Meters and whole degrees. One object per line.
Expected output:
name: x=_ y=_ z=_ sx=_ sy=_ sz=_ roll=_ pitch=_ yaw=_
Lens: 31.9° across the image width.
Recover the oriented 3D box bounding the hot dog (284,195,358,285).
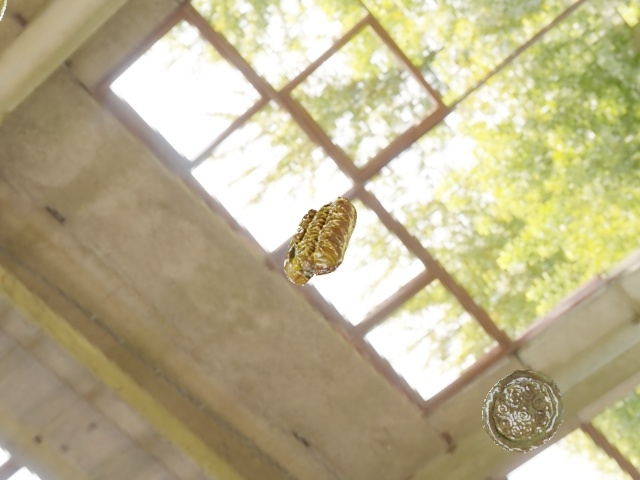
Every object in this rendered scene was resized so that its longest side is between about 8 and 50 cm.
hot dog: x=0.000 y=0.000 z=1.240 sx=0.165 sy=0.071 sz=0.045 roll=-66 pitch=-46 yaw=-65

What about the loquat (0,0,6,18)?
loquat: x=-0.535 y=-0.335 z=1.527 sx=0.213 sy=0.213 sz=0.213 roll=45 pitch=-160 yaw=-20

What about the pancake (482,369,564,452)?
pancake: x=0.259 y=0.218 z=1.425 sx=0.115 sy=0.115 sz=0.011 roll=45 pitch=-175 yaw=-18
